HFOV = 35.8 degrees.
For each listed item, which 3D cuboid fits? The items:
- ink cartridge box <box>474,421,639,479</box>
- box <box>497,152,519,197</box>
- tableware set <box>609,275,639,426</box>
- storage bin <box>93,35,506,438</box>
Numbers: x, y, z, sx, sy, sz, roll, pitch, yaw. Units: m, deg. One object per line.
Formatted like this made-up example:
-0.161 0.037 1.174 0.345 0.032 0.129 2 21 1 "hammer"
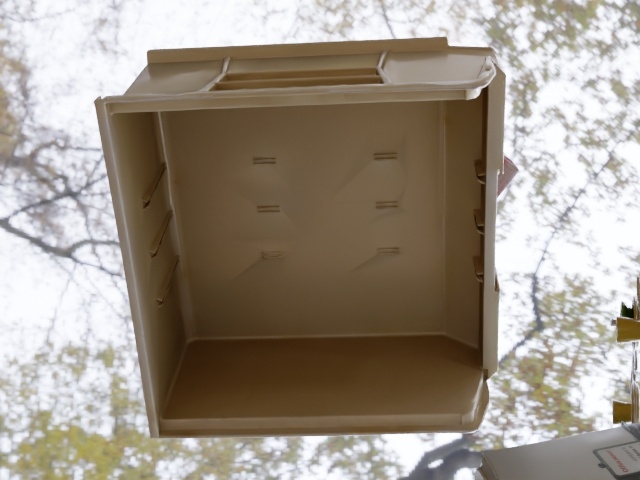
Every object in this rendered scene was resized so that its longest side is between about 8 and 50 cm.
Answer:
0.195 0.174 0.510 0.208 0.087 0.153 -10 -71 -4 "ink cartridge box"
0.092 -0.024 1.239 0.142 0.154 0.300 36 -77 -7 "box"
0.261 0.115 0.851 0.024 0.154 0.104 1 -137 14 "tableware set"
0.000 0.000 0.712 0.260 0.123 0.262 -2 -64 5 "storage bin"
